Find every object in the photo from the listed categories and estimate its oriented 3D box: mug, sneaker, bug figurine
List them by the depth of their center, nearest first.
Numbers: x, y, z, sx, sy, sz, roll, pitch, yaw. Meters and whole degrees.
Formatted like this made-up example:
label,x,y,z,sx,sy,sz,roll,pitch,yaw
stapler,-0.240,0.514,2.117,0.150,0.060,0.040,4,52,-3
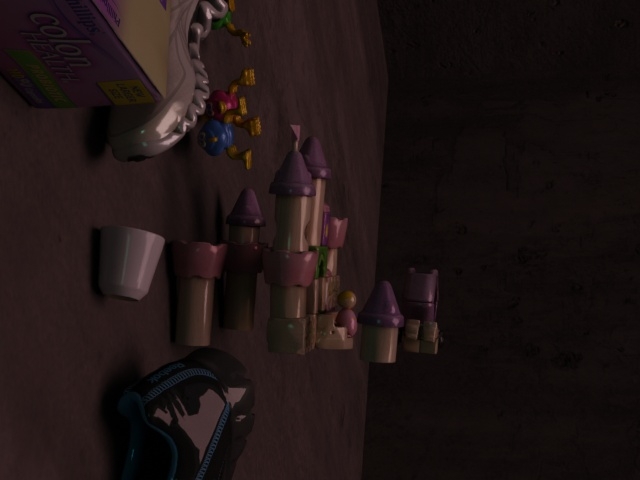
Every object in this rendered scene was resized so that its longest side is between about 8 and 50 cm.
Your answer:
label,x,y,z,sx,sy,sz,roll,pitch,yaw
mug,-0.182,0.026,1.114,0.078,0.062,0.064,40,57,-68
sneaker,-0.170,-0.202,1.155,0.118,0.110,0.292,52,34,-43
sneaker,-0.151,0.283,1.177,0.140,0.125,0.340,-14,107,-52
bug figurine,-0.129,-0.224,1.425,0.216,0.072,0.279,-50,134,-82

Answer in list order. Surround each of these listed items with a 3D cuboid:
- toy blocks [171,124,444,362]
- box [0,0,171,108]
label,x,y,z,sx,sy,sz,roll,pitch,yaw
toy blocks,0.000,0.000,1.426,0.288,0.309,0.260,1,93,-81
box,-0.199,-0.257,0.898,0.213,0.117,0.242,60,29,-70
